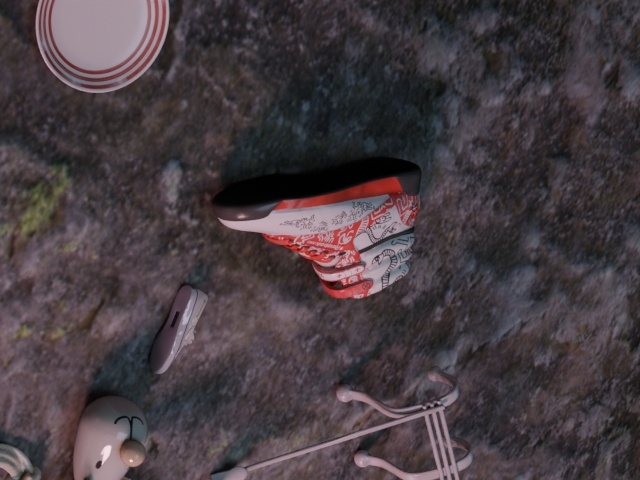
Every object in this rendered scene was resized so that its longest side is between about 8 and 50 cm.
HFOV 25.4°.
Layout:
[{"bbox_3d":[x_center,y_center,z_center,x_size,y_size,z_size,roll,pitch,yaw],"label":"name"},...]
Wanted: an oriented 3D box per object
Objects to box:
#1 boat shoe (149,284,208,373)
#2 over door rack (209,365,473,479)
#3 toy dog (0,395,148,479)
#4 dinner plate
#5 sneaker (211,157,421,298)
[{"bbox_3d":[-0.148,0.098,1.511,0.035,0.035,0.100,24,86,-40],"label":"boat shoe"},{"bbox_3d":[0.030,0.306,1.713,0.324,0.108,0.240,-24,123,-13],"label":"over door rack"},{"bbox_3d":[-0.228,0.347,1.465,0.220,0.161,0.334,-22,121,-32],"label":"toy dog"},{"bbox_3d":[-0.206,-0.209,1.338,0.141,0.017,0.141,-17,119,-34],"label":"dinner plate"},{"bbox_3d":[0.001,0.000,1.552,0.270,0.090,0.145,-13,114,-38],"label":"sneaker"}]
